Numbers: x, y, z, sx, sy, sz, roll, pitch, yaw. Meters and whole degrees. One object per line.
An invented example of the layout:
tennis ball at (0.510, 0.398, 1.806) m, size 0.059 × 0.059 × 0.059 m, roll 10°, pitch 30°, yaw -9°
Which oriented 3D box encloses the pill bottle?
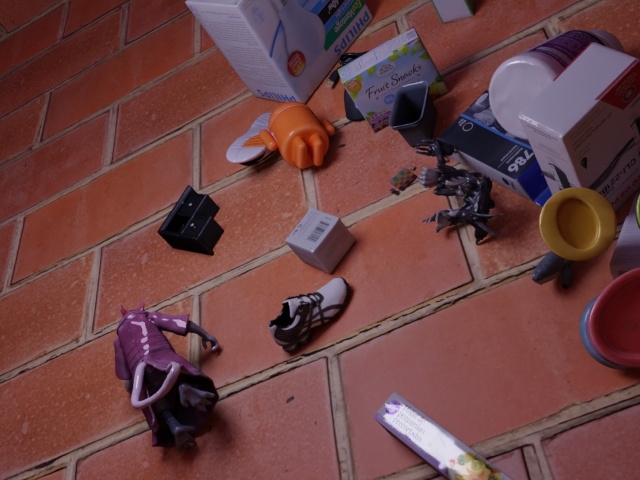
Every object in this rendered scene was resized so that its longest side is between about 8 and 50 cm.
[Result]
pill bottle at (0.480, -0.320, 1.699) m, size 0.169 × 0.169 × 0.301 m, roll 13°, pitch 33°, yaw 43°

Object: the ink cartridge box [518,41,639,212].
ink cartridge box at (0.498, -0.184, 1.554) m, size 0.197 × 0.273 × 0.114 m, roll -44°, pitch 45°, yaw -6°

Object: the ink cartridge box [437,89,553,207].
ink cartridge box at (0.407, -0.196, 1.790) m, size 0.165 × 0.065 × 0.332 m, roll -45°, pitch 42°, yaw -7°

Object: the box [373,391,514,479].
box at (0.219, 0.364, 1.425) m, size 0.063 × 0.067 × 0.324 m, roll -47°, pitch 41°, yaw -10°

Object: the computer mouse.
computer mouse at (0.080, -0.415, 2.225) m, size 0.184 × 0.060 × 0.262 m, roll -4°, pitch 51°, yaw 32°

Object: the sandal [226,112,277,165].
sandal at (-0.153, -0.251, 2.251) m, size 0.101 × 0.076 × 0.265 m, roll 5°, pitch 35°, yaw 22°

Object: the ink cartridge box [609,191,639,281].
ink cartridge box at (0.619, -0.008, 1.491) m, size 0.180 × 0.056 × 0.225 m, roll -2°, pitch 34°, yaw 35°

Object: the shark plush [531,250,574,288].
shark plush at (0.443, 0.017, 1.549) m, size 0.161 × 0.067 × 0.073 m, roll -49°, pitch 43°, yaw 9°

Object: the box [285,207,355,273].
box at (0.000, 0.000, 1.893) m, size 0.102 × 0.087 × 0.101 m, roll 22°, pitch 68°, yaw 46°

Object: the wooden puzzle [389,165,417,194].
wooden puzzle at (0.186, -0.138, 1.941) m, size 0.083 × 0.006 × 0.049 m, roll -43°, pitch 41°, yaw -4°

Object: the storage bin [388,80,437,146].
storage bin at (0.216, -0.284, 1.986) m, size 0.098 × 0.091 × 0.135 m, roll -9°, pitch 48°, yaw 30°

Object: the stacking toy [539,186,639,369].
stacking toy at (0.524, 0.045, 1.402) m, size 0.279 × 0.130 × 0.309 m, roll -19°, pitch 76°, yaw 5°

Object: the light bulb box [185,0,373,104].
light bulb box at (-0.101, -0.620, 2.313) m, size 0.225 × 0.361 × 0.358 m, roll 21°, pitch 68°, yaw 43°

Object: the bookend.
bookend at (-0.306, -0.053, 2.176) m, size 0.157 × 0.072 × 0.156 m, roll 10°, pitch 60°, yaw 41°

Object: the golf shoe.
golf shoe at (-0.023, 0.140, 1.783) m, size 0.198 × 0.094 × 0.077 m, roll -46°, pitch 40°, yaw -10°

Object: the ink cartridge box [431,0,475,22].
ink cartridge box at (0.339, -0.699, 2.214) m, size 0.092 × 0.160 × 0.220 m, roll -9°, pitch 48°, yaw 30°

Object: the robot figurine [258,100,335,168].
robot figurine at (-0.054, -0.265, 2.143) m, size 0.158 × 0.128 × 0.219 m, roll -40°, pitch 41°, yaw 10°

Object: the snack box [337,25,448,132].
snack box at (0.173, -0.380, 2.039) m, size 0.207 × 0.174 × 0.070 m, roll -28°, pitch 41°, yaw 12°

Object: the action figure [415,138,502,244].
action figure at (0.265, -0.092, 1.733) m, size 0.140 × 0.164 × 0.276 m, roll -12°, pitch 33°, yaw -7°

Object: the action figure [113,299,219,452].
action figure at (-0.369, 0.260, 1.813) m, size 0.248 × 0.275 × 0.370 m, roll -42°, pitch 54°, yaw 6°
